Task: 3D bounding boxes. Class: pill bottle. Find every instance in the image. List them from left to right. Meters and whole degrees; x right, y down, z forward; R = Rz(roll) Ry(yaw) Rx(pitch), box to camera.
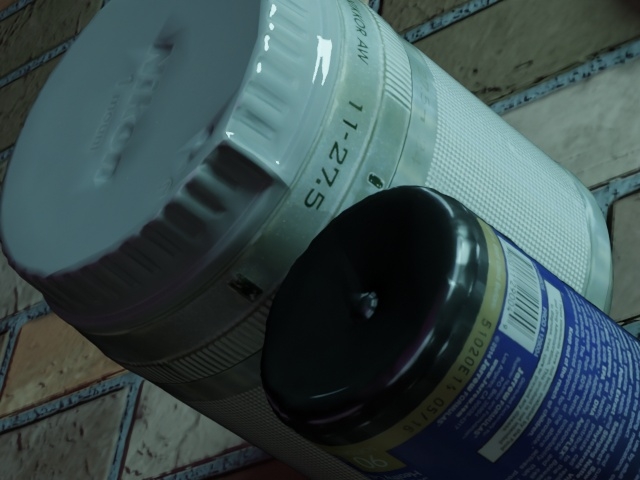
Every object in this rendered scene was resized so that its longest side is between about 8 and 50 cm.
[{"bbox_3d":[0.088,0.078,0.875,0.123,0.219,0.123,-33,38,30],"label":"pill bottle"}]

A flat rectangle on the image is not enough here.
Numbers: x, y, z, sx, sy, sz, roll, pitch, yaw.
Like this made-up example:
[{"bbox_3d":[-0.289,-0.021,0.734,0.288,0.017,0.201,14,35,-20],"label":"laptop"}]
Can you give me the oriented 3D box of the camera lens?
[{"bbox_3d":[0.000,0.000,1.005,0.219,0.274,0.219,-33,39,31],"label":"camera lens"}]
